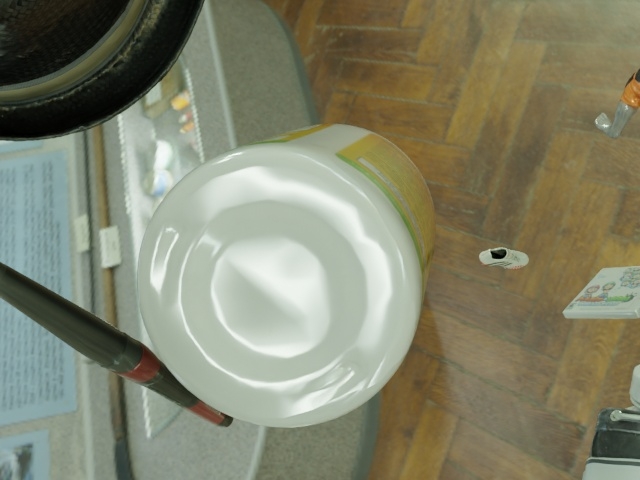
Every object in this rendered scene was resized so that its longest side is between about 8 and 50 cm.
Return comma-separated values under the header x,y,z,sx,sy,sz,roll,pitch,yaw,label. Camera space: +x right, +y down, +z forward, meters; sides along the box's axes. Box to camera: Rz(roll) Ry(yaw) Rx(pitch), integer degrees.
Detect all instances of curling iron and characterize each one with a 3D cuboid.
x,y,z,sx,sy,sz,roll,pitch,yaw,label
-0.149,0.081,0.581,0.035,0.274,0.068,-37,46,16,curling iron

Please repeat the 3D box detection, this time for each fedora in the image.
x,y,z,sx,sy,sz,roll,pitch,yaw,label
-0.214,-0.238,0.502,0.152,0.334,0.334,-179,104,-75,fedora

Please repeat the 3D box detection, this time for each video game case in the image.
x,y,z,sx,sy,sz,roll,pitch,yaw,label
0.532,0.091,1.348,0.143,0.019,0.157,-39,14,-28,video game case

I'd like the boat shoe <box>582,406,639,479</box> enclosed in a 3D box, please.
x,y,z,sx,sy,sz,roll,pitch,yaw,label
0.355,0.174,0.592,0.301,0.108,0.102,-12,52,49,boat shoe

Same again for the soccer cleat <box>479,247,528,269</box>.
x,y,z,sx,sy,sz,roll,pitch,yaw,label
0.272,0.025,1.107,0.035,0.083,0.029,128,142,-59,soccer cleat

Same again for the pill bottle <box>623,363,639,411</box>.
x,y,z,sx,sy,sz,roll,pitch,yaw,label
0.352,0.244,0.770,0.124,0.124,0.221,17,107,48,pill bottle

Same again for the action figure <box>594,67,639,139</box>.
x,y,z,sx,sy,sz,roll,pitch,yaw,label
0.605,-0.245,1.104,0.341,0.330,0.178,10,64,5,action figure

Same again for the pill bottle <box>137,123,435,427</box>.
x,y,z,sx,sy,sz,roll,pitch,yaw,label
0.000,0.000,0.460,0.136,0.245,0.136,2,102,11,pill bottle
